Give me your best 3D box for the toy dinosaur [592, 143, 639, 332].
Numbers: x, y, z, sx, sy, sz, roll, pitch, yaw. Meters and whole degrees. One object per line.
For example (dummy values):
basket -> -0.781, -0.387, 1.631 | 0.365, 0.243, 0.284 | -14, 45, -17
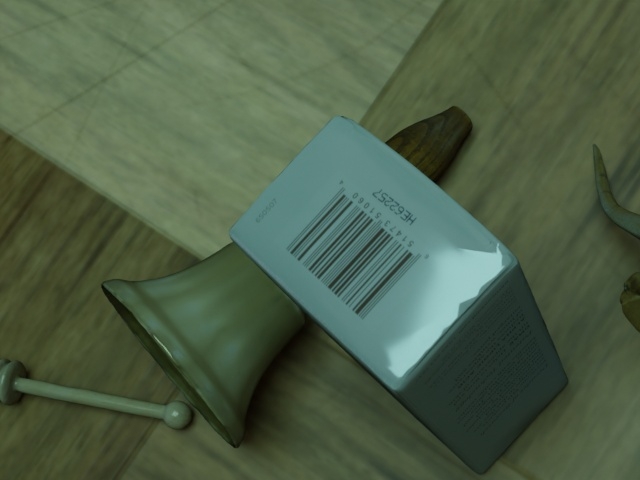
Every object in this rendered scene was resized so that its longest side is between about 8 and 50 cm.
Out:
toy dinosaur -> 0.201, 0.004, 0.689 | 0.211, 0.112, 0.064 | 15, 120, 47

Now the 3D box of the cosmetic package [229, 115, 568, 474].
cosmetic package -> 0.051, 0.038, 0.666 | 0.085, 0.231, 0.117 | -47, 66, -1

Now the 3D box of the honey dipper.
honey dipper -> -0.158, 0.100, 0.822 | 0.160, 0.030, 0.030 | 9, 75, 18

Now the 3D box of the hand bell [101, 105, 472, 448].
hand bell -> 0.000, 0.000, 0.784 | 0.242, 0.126, 0.126 | -40, 65, -13
